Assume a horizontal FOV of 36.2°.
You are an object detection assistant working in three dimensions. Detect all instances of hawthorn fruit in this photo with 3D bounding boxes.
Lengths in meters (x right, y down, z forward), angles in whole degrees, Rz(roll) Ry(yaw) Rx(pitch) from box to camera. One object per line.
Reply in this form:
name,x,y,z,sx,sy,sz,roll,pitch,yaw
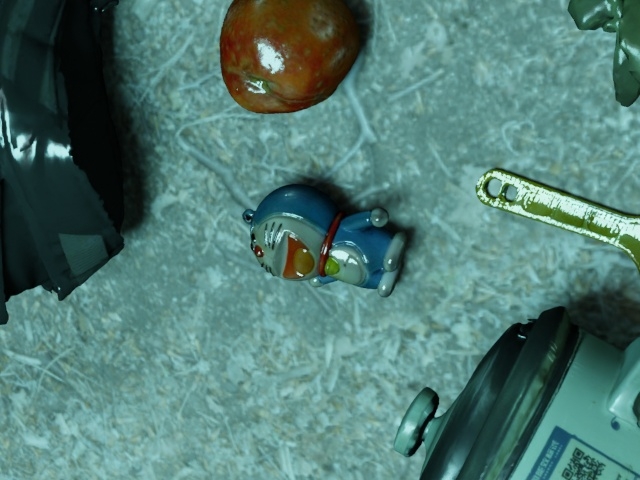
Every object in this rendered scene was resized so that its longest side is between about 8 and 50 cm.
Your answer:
hawthorn fruit,-0.031,-0.163,0.824,0.128,0.128,0.128,8,108,24

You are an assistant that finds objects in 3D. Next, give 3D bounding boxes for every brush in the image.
brush,0.229,-0.014,0.797,0.218,0.010,0.083,22,113,19

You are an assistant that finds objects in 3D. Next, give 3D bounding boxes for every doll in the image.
doll,0.000,0.000,0.875,0.151,0.085,0.114,20,132,9

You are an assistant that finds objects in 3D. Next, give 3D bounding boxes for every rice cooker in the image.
rice cooker,0.194,0.202,0.734,0.316,0.264,0.317,14,123,23

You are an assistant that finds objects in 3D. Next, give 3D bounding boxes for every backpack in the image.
backpack,-0.327,-0.142,0.867,0.254,0.363,0.446,12,124,48

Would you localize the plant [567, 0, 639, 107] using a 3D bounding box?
plant,0.242,-0.236,0.606,0.213,0.215,0.312,39,125,23
